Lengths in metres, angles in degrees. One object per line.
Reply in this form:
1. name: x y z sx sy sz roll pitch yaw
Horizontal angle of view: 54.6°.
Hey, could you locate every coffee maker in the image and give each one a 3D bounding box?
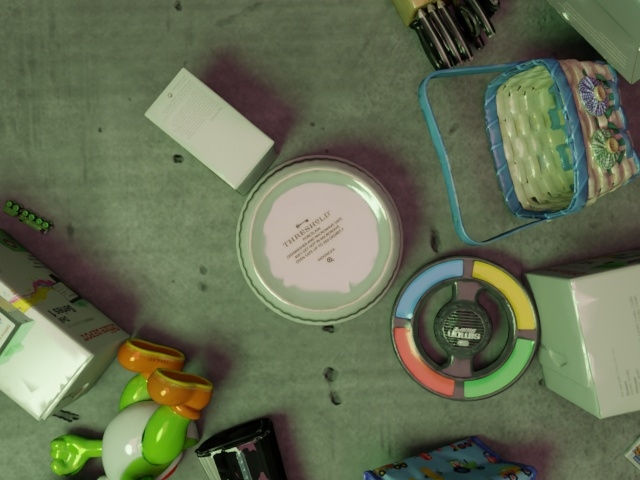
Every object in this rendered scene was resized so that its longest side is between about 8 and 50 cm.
1. coffee maker: -0.086 0.372 0.957 0.171 0.120 0.178 -17 91 -24

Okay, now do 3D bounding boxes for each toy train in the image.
1. toy train: -0.467 -0.036 0.989 0.083 0.017 0.023 30 99 -1

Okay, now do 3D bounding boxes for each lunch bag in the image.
1. lunch bag: 0.189 0.474 0.917 0.221 0.138 0.293 -4 99 -31

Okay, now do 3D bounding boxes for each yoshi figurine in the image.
1. yoshi figurine: -0.316 0.334 0.907 0.203 0.203 0.362 24 93 4

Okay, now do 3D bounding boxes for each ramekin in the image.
1. ramekin: 0.000 0.000 0.942 0.273 0.127 0.272 0 90 -1

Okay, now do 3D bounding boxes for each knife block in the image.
1. knife block: 0.146 -0.395 0.965 0.276 0.088 0.242 16 89 -1

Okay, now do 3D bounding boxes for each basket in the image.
1. basket: 0.301 -0.147 0.910 0.289 0.201 0.254 -16 91 -11

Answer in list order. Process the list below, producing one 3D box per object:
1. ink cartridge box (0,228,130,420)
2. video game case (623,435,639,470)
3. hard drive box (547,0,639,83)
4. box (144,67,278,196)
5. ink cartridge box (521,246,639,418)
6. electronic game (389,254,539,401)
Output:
1. ink cartridge box: -0.436 0.108 0.896 0.278 0.201 0.117 40 87 -1
2. video game case: 0.566 0.334 1.009 0.087 0.011 0.122 44 89 -1
3. hard drive box: 0.456 -0.362 0.912 0.181 0.089 0.232 45 51 -1
4. box: -0.158 -0.158 0.938 0.170 0.130 0.091 40 88 0
5. ink cartridge box: 0.475 0.118 0.915 0.270 0.198 0.197 -12 90 -1
6. electronic game: 0.224 0.137 0.972 0.229 0.048 0.229 0 90 7
